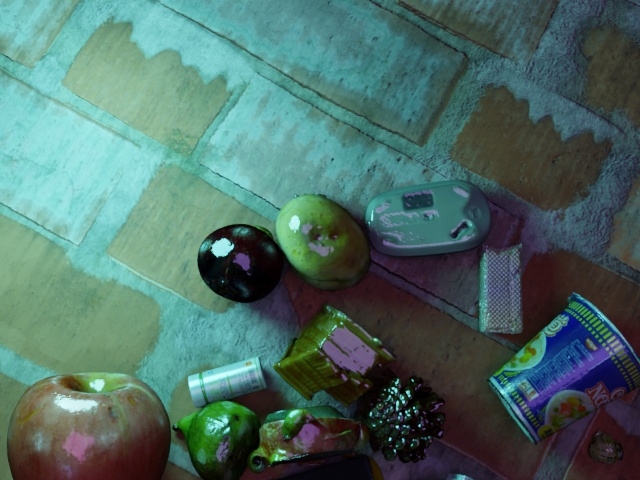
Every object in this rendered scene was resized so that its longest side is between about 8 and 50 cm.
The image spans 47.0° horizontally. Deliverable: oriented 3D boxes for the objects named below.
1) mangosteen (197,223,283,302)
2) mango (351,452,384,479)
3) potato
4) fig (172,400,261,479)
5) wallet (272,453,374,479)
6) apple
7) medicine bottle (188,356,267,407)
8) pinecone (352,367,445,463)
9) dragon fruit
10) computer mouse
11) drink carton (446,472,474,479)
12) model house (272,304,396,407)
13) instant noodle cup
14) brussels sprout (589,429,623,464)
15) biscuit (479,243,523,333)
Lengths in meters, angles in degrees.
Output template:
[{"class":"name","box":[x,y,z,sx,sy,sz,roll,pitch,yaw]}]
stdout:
[{"class":"mangosteen","box":[-0.189,0.048,1.842,0.216,0.216,0.215,0,82,-2]},{"class":"mango","box":[0.092,0.629,1.822,0.138,0.098,0.195,0,74,11]},{"class":"potato","box":[0.000,0.000,1.850,0.243,0.242,0.285,-30,87,-6]},{"class":"fig","box":[-0.272,0.473,1.795,0.235,0.203,0.203,19,81,22]},{"class":"wallet","box":[0.005,0.625,1.788,0.286,0.030,0.146,-21,58,15]},{"class":"apple","box":[-0.531,0.479,1.695,0.364,0.364,0.363,0,82,-2]},{"class":"medicine bottle","box":[-0.233,0.357,1.852,0.184,0.086,0.086,-15,83,-4]},{"class":"pinecone","box":[0.202,0.436,1.810,0.202,0.202,0.228,5,60,-25]},{"class":"dragon fruit","box":[-0.034,0.473,1.762,0.296,0.268,0.130,-7,71,-11]},{"class":"computer mouse","box":[0.282,-0.054,1.925,0.331,0.095,0.197,-5,73,2]},{"class":"drink carton","box":[0.329,0.675,1.720,0.134,0.102,0.222,31,70,-4]},{"class":"model house","box":[0.028,0.297,1.815,0.199,0.219,0.229,45,82,-7]},{"class":"instant noodle cup","box":[0.593,0.332,1.814,0.312,0.284,0.284,-36,85,2]},{"class":"brussels sprout","box":[0.737,0.538,1.883,0.085,0.058,0.085,-1,96,-13]},{"class":"biscuit","box":[0.473,0.125,1.925,0.108,0.062,0.238,2,83,-4]}]
